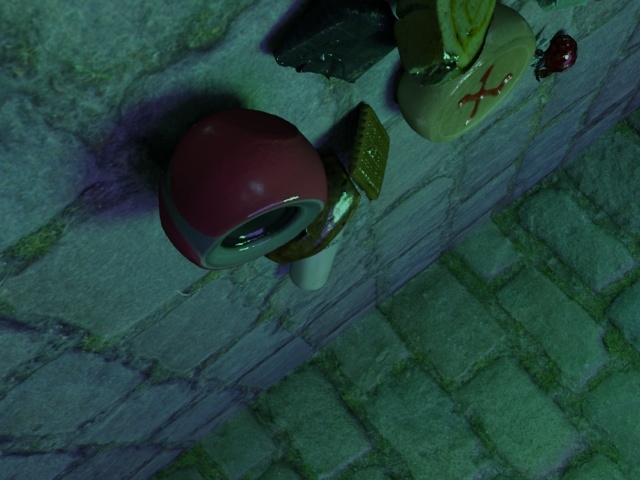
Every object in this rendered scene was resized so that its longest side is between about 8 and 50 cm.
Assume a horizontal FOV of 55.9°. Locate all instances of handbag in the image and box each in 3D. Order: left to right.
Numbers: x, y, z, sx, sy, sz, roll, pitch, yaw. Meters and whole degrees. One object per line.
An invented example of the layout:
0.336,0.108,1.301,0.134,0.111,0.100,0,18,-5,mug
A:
0.043,-0.349,1.054,0.175,0.089,0.270,-39,163,29,handbag

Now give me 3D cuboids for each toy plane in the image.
0.561,-0.498,1.647,0.171,0.065,0.162,-43,172,-1,toy plane

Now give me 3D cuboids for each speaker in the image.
-0.138,-0.077,1.047,0.294,0.294,0.294,-33,160,-14,speaker

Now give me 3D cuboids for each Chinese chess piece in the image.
0.330,-0.380,1.382,0.338,0.141,0.338,-33,161,-13,Chinese chess piece

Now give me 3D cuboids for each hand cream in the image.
0.000,0.000,1.717,0.185,0.118,0.359,-25,151,-33,hand cream

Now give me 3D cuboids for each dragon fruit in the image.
0.698,-0.528,1.787,0.094,0.094,0.190,-32,165,-16,dragon fruit

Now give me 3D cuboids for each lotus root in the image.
-0.028,-0.057,1.426,0.291,0.193,0.193,-42,160,13,lotus root

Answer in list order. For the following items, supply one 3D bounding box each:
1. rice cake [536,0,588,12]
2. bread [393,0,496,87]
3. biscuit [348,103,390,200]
0.606,-0.606,1.478,0.206,0.063,0.069,-25,163,-31,rice cake
0.206,-0.394,1.023,0.186,0.124,0.257,32,75,-50,bread
0.122,-0.201,1.436,0.254,0.029,0.173,30,70,-71,biscuit
